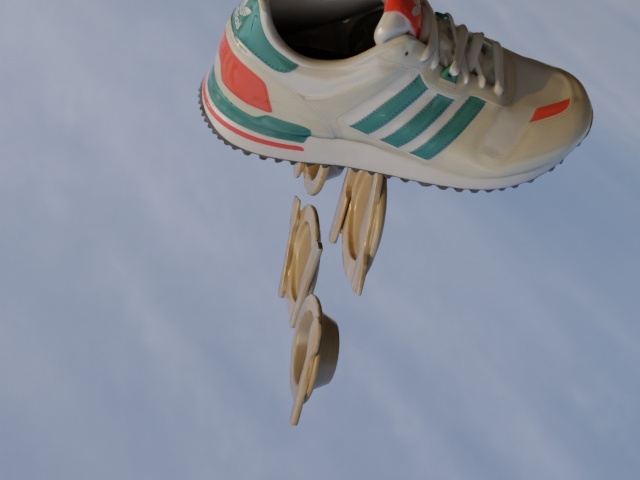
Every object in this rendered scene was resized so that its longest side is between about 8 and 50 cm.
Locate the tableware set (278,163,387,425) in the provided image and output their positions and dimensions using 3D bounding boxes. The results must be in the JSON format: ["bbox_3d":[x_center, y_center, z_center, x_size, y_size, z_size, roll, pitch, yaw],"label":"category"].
[{"bbox_3d":[0.000,0.000,0.714,0.020,0.141,0.169,7,-154,-14],"label":"tableware set"}]

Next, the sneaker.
[{"bbox_3d":[0.038,-0.065,0.541,0.161,0.075,0.057,5,-126,-14],"label":"sneaker"}]
